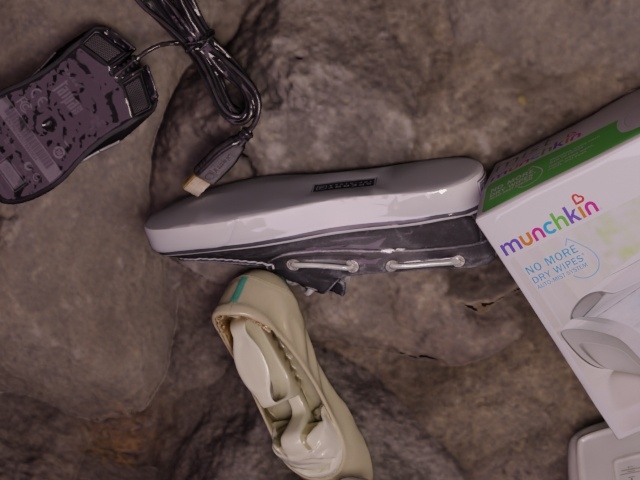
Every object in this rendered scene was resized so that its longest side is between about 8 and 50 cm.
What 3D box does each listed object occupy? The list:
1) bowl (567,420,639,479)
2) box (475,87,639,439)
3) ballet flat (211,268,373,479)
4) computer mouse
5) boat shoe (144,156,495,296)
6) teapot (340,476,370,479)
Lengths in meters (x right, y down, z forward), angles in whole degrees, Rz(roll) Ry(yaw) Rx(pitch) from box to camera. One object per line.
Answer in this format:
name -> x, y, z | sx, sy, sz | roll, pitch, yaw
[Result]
bowl -> 0.274, 0.206, 1.547 | 0.142, 0.142, 0.053 | -17, 145, 22
box -> 0.299, -0.007, 1.457 | 0.262, 0.127, 0.231 | -27, 106, 25
ballet flat -> -0.028, 0.146, 1.637 | 0.086, 0.086, 0.248 | -19, 108, 22
computer mouse -> -0.173, -0.100, 1.580 | 0.262, 0.060, 0.184 | -40, 95, 15
boat shoe -> 0.000, 0.000, 1.556 | 0.301, 0.108, 0.102 | -7, 110, 10
teapot -> 0.028, 0.305, 1.629 | 0.252, 0.256, 0.187 | 10, 92, 30
